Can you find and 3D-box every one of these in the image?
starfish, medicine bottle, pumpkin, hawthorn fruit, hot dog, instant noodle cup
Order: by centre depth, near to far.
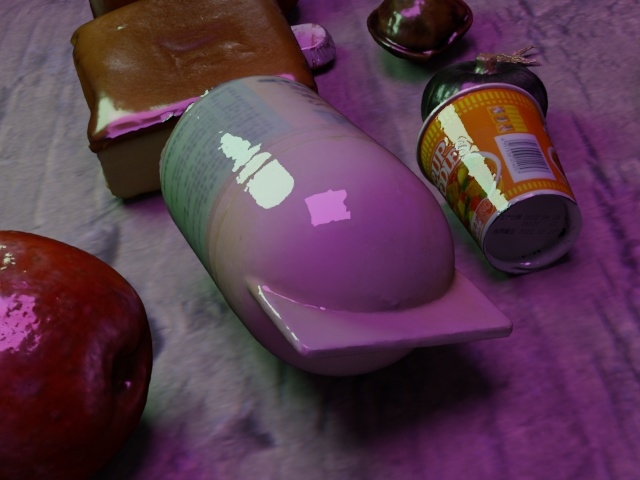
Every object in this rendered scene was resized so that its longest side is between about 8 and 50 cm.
[{"bbox_3d":[-0.302,0.124,0.985,0.284,0.284,0.284,-9,35,6],"label":"hawthorn fruit"},{"bbox_3d":[0.000,0.000,1.057,0.236,0.235,0.406,-24,35,-14],"label":"medicine bottle"},{"bbox_3d":[0.213,-0.064,1.162,0.168,0.168,0.185,-15,43,-2],"label":"instant noodle cup"},{"bbox_3d":[0.212,-0.179,1.334,0.167,0.125,0.167,-18,31,12],"label":"pumpkin"},{"bbox_3d":[0.288,-0.277,1.538,0.092,0.016,0.086,-30,39,-14],"label":"starfish"},{"bbox_3d":[-0.070,-0.309,1.667,0.191,0.059,0.108,-6,46,7],"label":"hot dog"}]

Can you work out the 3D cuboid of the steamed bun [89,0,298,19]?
[{"bbox_3d":[-0.208,-0.449,1.751,0.379,0.235,0.248,-24,31,-17],"label":"steamed bun"}]

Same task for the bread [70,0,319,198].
[{"bbox_3d":[-0.191,-0.235,1.491,0.324,0.143,0.333,-18,45,-6],"label":"bread"}]

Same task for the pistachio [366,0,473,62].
[{"bbox_3d":[0.154,-0.350,1.590,0.165,0.130,0.210,1,46,15],"label":"pistachio"}]
